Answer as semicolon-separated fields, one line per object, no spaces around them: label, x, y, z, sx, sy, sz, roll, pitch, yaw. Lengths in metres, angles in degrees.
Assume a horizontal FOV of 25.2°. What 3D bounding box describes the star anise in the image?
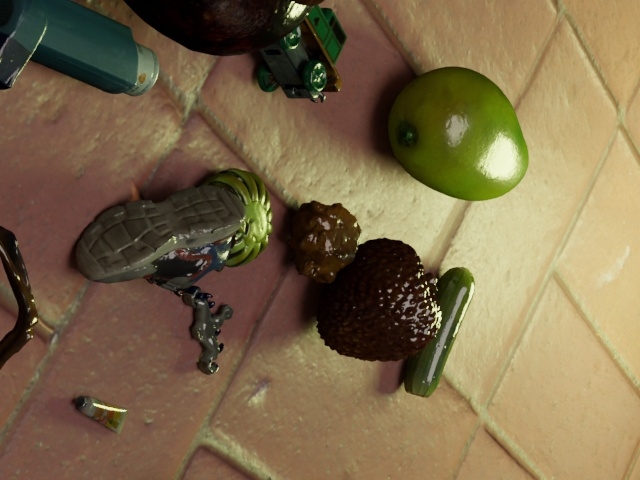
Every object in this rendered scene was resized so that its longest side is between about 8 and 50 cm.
star anise;-0.416;0.141;1.528;0.237;0.148;0.346;34;84;-53

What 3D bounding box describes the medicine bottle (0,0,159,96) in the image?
medicine bottle;-0.293;-0.212;1.621;0.258;0.079;0.124;15;86;-53

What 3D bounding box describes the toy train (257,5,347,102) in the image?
toy train;-0.038;-0.278;1.918;0.227;0.091;0.136;58;46;-41

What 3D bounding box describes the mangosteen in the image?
mangosteen;-0.107;-0.364;1.640;0.297;0.293;0.297;38;32;-29

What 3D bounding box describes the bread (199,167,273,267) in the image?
bread;-0.114;-0.028;1.915;0.130;0.071;0.139;-44;133;-40

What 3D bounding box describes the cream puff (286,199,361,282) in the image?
cream puff;0.000;0.000;2.054;0.116;0.094;0.122;-36;105;-44

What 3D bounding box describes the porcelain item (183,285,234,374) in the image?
porcelain item;-0.145;0.111;1.956;0.075;0.021;0.136;-35;127;-40

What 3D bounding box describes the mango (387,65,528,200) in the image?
mango;0.231;-0.159;2.239;0.343;0.156;0.192;21;93;-56

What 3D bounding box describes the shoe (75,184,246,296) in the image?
shoe;-0.201;0.015;1.802;0.228;0.099;0.125;-19;144;-24

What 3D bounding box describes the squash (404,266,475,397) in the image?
squash;0.197;0.149;2.366;0.066;0.066;0.228;31;77;-51

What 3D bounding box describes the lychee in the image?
lychee;0.088;0.091;2.123;0.194;0.194;0.194;-20;116;-47

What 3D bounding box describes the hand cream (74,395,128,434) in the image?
hand cream;-0.277;0.219;1.828;0.102;0.022;0.035;39;65;-54
